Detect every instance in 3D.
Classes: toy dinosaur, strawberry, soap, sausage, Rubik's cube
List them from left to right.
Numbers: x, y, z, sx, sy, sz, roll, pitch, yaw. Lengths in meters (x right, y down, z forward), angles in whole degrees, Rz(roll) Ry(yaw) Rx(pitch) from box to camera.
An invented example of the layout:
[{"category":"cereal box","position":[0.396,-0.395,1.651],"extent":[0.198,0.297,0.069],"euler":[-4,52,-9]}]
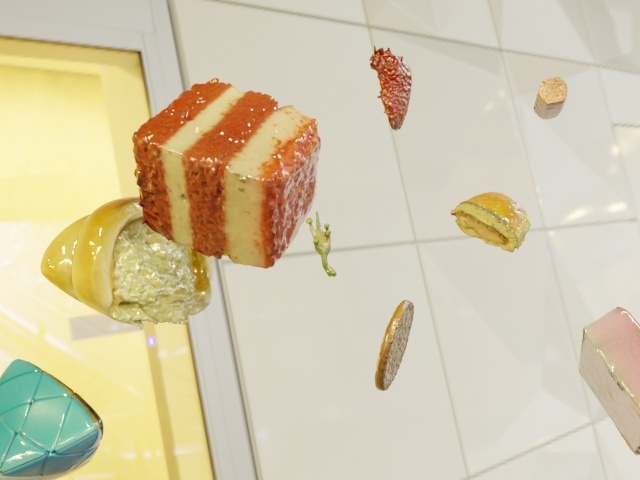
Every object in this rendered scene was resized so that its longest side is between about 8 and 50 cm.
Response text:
[{"category":"Rubik's cube","position":[-0.539,0.331,1.292],"extent":[0.254,0.255,0.254],"euler":[-11,-8,-2]},{"category":"toy dinosaur","position":[0.000,0.000,0.992],"extent":[0.029,0.061,0.120],"euler":[-14,33,-5]},{"category":"strawberry","position":[0.190,-0.364,1.761],"extent":[0.086,0.208,0.167],"euler":[-21,-16,17]},{"category":"sausage","position":[0.492,-0.299,1.566],"extent":[0.065,0.065,0.169],"euler":[-13,-7,12]},{"category":"soap","position":[0.498,0.233,1.169],"extent":[0.081,0.181,0.259],"euler":[-30,-30,4]}]

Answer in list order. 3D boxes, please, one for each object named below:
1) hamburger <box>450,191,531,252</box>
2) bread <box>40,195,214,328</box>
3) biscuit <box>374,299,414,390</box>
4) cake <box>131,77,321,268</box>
[{"category":"hamburger","position":[0.344,-0.055,1.418],"extent":[0.102,0.087,0.176],"euler":[-39,32,-18]},{"category":"bread","position":[-0.443,0.074,1.774],"extent":[0.245,0.329,0.424],"euler":[-24,-14,27]},{"category":"biscuit","position":[0.146,0.206,1.448],"extent":[0.027,0.188,0.188],"euler":[17,2,18]},{"category":"cake","position":[-0.180,-0.134,1.508],"extent":[0.319,0.270,0.270],"euler":[21,47,17]}]
